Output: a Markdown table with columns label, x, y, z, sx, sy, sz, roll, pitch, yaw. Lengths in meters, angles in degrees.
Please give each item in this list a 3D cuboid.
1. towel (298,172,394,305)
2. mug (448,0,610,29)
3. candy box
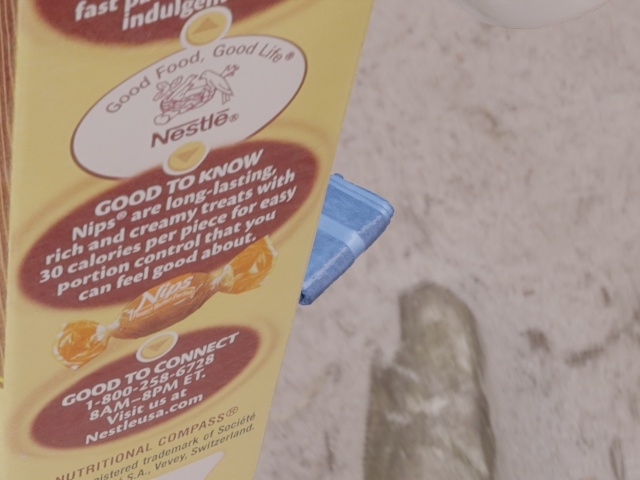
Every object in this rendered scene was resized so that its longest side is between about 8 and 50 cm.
| label | x | y | z | sx | sy | sz | roll | pitch | yaw |
| --- | --- | --- | --- | --- | --- | --- | --- | --- | --- |
| towel | 0.000 | 0.000 | 1.332 | 0.067 | 0.029 | 0.119 | 30 | 52 | 21 |
| mug | 0.120 | -0.382 | 1.257 | 0.374 | 0.328 | 0.276 | -55 | 45 | 9 |
| candy box | -0.081 | -0.041 | 0.443 | 0.087 | 0.316 | 0.183 | -20 | 58 | -26 |
